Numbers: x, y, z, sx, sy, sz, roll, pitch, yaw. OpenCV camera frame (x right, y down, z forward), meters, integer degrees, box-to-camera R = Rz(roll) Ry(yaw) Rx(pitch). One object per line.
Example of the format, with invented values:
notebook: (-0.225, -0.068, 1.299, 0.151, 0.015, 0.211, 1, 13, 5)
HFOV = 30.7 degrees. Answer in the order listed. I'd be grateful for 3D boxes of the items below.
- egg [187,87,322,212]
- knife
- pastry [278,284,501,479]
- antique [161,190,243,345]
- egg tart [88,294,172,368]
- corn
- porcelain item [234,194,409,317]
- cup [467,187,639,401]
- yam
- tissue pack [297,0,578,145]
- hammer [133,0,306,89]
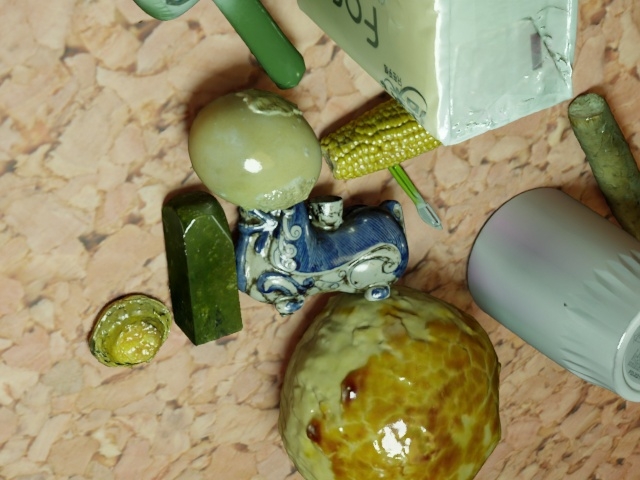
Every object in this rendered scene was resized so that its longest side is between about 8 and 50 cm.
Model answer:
egg: (-0.085, -0.122, 1.573, 0.202, 0.164, 0.164, 23, 107, -42)
knife: (0.149, -0.071, 1.853, 0.184, 0.026, 0.022, 50, 49, -42)
pastry: (0.124, 0.262, 1.850, 0.389, 0.313, 0.388, -19, 122, -34)
antique: (-0.170, 0.034, 1.672, 0.080, 0.081, 0.220, -19, 126, -25)
egg tart: (-0.273, 0.142, 1.713, 0.130, 0.052, 0.130, -18, 128, -25)
corn: (0.146, -0.178, 1.721, 0.310, 0.101, 0.101, -27, 132, -14)
porcelain item: (0.000, 0.000, 1.748, 0.288, 0.138, 0.186, -7, 107, -24)
cup: (0.438, 0.086, 1.924, 0.253, 0.371, 0.253, -14, 120, -25)
yam: (0.516, -0.112, 2.024, 0.083, 0.083, 0.371, -42, 133, 0)
tissue pack: (0.115, -0.357, 1.368, 0.205, 0.405, 0.331, -20, 130, -16)
hammer: (-0.105, -0.306, 1.473, 0.206, 0.119, 0.335, -41, 140, -1)
